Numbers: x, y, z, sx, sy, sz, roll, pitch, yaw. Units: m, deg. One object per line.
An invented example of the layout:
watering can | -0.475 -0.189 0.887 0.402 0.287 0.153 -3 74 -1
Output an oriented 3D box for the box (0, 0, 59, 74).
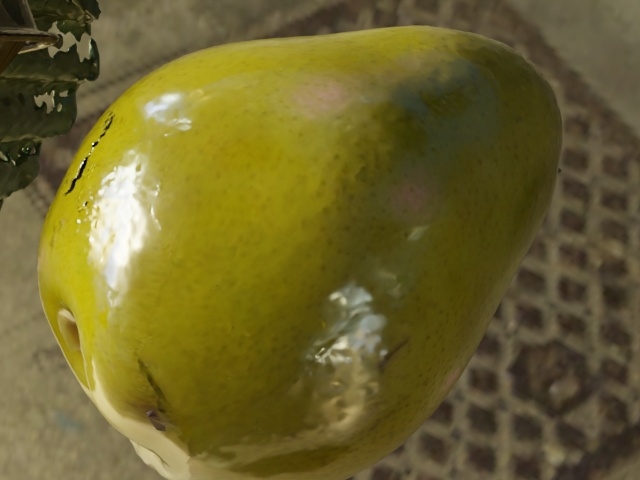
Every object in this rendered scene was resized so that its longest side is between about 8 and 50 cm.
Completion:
box | -0.180 -0.089 0.764 0.111 0.111 0.177 37 14 13

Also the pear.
pear | 0.000 0.003 1.164 0.336 0.285 0.285 -21 58 2

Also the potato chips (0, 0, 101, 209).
potato chips | -0.281 -0.034 1.233 0.097 0.389 0.373 17 76 24
